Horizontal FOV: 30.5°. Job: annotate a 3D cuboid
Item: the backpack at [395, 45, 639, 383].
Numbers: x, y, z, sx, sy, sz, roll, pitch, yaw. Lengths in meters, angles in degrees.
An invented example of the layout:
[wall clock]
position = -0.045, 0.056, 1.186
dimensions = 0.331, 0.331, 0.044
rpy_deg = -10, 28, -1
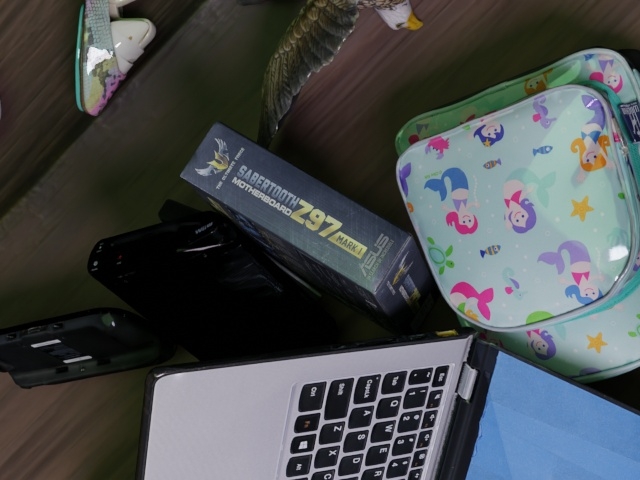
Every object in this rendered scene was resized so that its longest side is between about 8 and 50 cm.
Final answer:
[backpack]
position = 0.193, -0.011, 0.944
dimensions = 0.225, 0.191, 0.253
rpy_deg = -19, 93, 31

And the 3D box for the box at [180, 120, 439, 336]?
[box]
position = 0.000, 0.000, 0.981
dimensions = 0.183, 0.232, 0.059
rpy_deg = 30, 83, 17

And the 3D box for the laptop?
[laptop]
position = 0.079, 0.288, 0.886
dimensions = 0.236, 0.408, 0.382
rpy_deg = -128, 41, -51

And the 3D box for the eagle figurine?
[eagle figurine]
position = 0.009, -0.217, 0.996
dimensions = 0.298, 0.226, 0.225
rpy_deg = -21, 121, 23

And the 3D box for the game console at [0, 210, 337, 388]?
[game console]
position = -0.177, 0.078, 1.075
dimensions = 0.361, 0.213, 0.044
rpy_deg = -14, 49, 30

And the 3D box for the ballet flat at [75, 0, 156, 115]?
[ballet flat]
position = -0.201, -0.233, 1.144
dimensions = 0.079, 0.077, 0.221
rpy_deg = -2, 89, 0

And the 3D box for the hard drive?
[hard drive]
position = -0.073, 0.013, 1.046
dimensions = 0.094, 0.135, 0.022
rpy_deg = 20, 76, 54
